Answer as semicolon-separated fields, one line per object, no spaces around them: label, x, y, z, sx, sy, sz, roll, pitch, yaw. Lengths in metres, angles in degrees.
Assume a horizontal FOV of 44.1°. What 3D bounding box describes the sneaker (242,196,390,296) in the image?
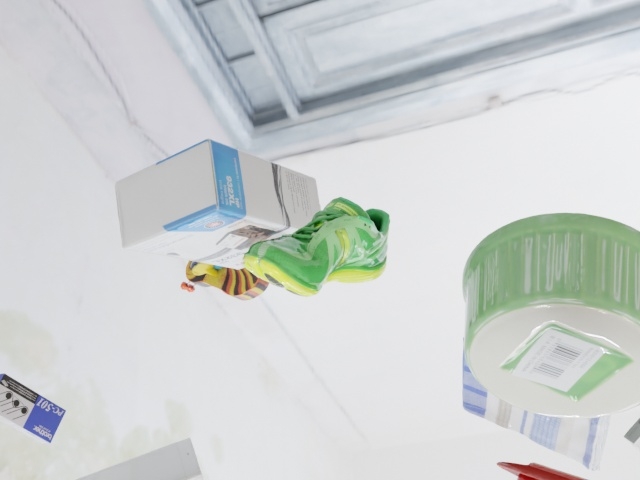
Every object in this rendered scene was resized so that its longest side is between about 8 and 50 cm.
sneaker;0.000;0.000;1.071;0.296;0.110;0.123;-10;-62;-57

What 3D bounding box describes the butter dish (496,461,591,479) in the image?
butter dish;0.264;0.309;0.802;0.160;0.160;0.118;31;-106;-22

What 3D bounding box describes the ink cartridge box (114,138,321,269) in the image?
ink cartridge box;-0.170;-0.052;1.404;0.307;0.223;0.128;14;-120;-55

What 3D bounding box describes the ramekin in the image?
ramekin;0.346;0.119;1.116;0.148;0.304;0.303;-72;-32;-43

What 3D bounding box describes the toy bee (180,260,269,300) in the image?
toy bee;-0.263;0.081;1.973;0.195;0.162;0.298;32;-177;-36

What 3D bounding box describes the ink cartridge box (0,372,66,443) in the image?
ink cartridge box;-0.766;0.436;2.037;0.207;0.046;0.097;45;-132;-35

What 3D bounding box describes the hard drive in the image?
hard drive;-0.377;0.469;1.480;0.203;0.308;0.040;-164;57;-74

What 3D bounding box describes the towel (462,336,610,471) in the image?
towel;0.385;0.298;1.438;0.034;0.285;0.209;-45;-36;-34

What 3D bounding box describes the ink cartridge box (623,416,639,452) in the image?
ink cartridge box;0.544;0.327;1.263;0.115;0.063;0.029;42;179;-21
